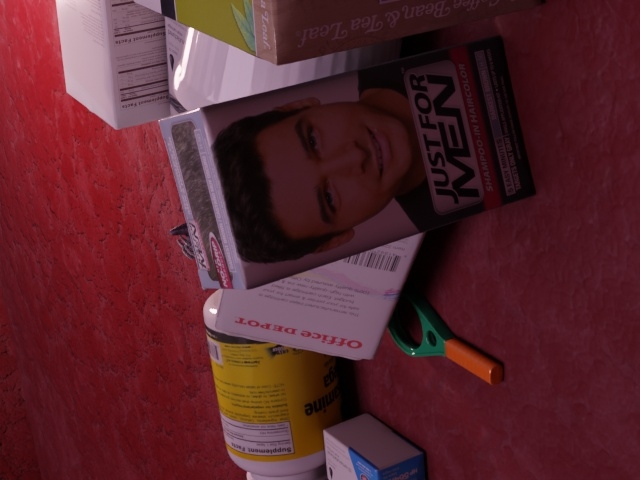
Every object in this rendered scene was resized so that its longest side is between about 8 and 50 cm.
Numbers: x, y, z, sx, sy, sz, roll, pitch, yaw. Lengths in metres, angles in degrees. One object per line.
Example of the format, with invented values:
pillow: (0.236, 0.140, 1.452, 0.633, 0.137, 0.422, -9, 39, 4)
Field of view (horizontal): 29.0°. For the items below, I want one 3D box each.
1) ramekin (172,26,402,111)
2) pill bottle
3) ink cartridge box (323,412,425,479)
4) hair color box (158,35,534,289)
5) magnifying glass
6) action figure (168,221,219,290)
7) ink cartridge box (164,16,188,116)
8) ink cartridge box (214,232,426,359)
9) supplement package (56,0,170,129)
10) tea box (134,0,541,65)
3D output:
ramekin: (-0.033, -0.230, 1.481, 0.277, 0.277, 0.135, 44, 134, 42)
pill bottle: (-0.062, 0.234, 1.875, 0.188, 0.188, 0.334, 20, 123, 56)
ink cartridge box: (0.082, 0.379, 1.806, 0.148, 0.086, 0.203, 26, 127, 54)
hair color box: (0.036, -0.086, 1.316, 0.113, 0.374, 0.185, -2, 104, 61)
magnifying glass: (0.155, 0.129, 1.603, 0.231, 0.026, 0.092, 32, 132, 53)
action figure: (-0.139, 0.085, 2.032, 0.185, 0.099, 0.285, -37, 76, 55)
ink cartridge box: (-0.135, -0.209, 1.834, 0.197, 0.114, 0.273, 39, 138, 46)
ink cartridge box: (0.000, 0.000, 1.571, 0.306, 0.226, 0.131, 109, 171, -49)
supplement package: (-0.285, -0.344, 1.939, 0.199, 0.198, 0.262, 35, 134, 48)
tea box: (0.007, -0.344, 1.273, 0.323, 0.329, 0.220, 32, 132, 49)
